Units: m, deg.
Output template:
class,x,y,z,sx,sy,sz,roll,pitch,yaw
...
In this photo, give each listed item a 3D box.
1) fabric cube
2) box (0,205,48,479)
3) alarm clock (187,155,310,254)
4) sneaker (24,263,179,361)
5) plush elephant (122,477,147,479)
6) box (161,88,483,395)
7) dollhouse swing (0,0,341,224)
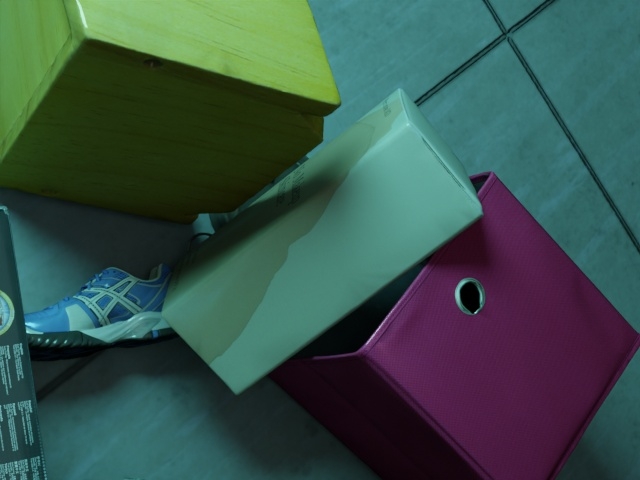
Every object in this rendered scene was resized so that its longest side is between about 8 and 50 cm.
class,x,y,z,sx,sy,sz,roll,pitch,yaw
fabric cube,0.135,0.119,1.226,0.258,0.259,0.254,46,66,-14
box,-0.314,0.118,1.027,0.060,0.216,0.270,-8,86,-27
alarm clock,-0.071,-0.034,1.256,0.192,0.064,0.129,-40,101,-22
sneaker,-0.235,0.074,1.157,0.211,0.080,0.081,-6,80,-37
plush elephant,-0.176,0.365,1.006,0.272,0.330,0.255,40,72,-20
box,0.000,0.000,1.134,0.311,0.148,0.121,-38,107,12
dollhouse swing,-0.178,-0.228,1.077,0.315,0.347,0.305,12,67,-25
